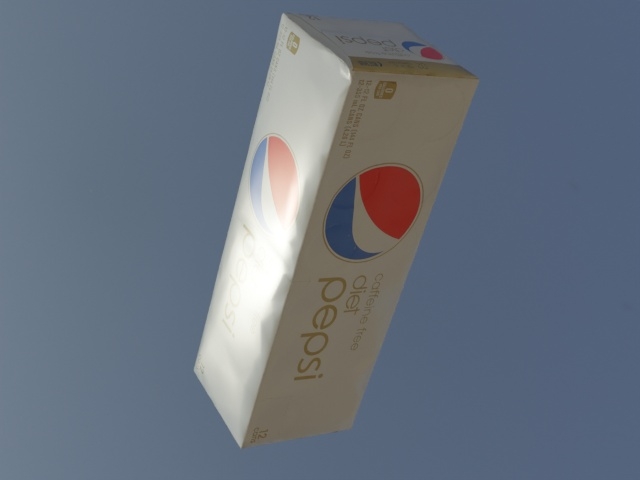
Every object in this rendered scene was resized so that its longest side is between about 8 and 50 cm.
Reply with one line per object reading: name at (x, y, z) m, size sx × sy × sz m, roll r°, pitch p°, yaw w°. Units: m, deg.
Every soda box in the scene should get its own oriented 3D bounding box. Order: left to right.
soda box at (0.000, 0.000, 0.473) m, size 0.074 × 0.069 × 0.216 m, roll -3°, pitch -56°, yaw -33°
